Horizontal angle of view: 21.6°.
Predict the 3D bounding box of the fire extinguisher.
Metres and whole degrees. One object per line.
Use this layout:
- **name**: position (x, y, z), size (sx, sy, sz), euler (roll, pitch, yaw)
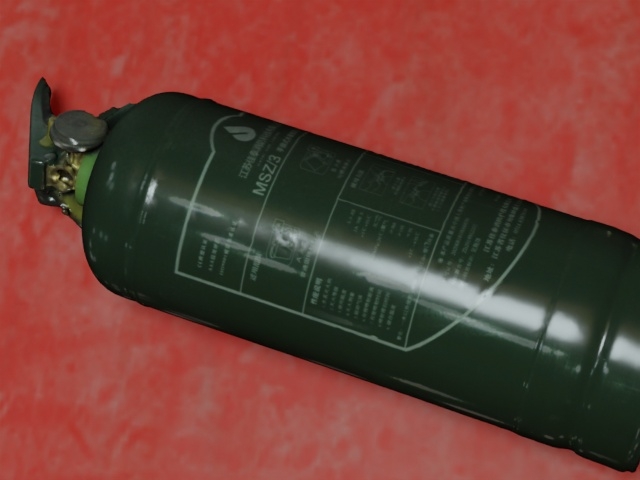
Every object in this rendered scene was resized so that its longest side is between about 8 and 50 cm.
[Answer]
- **fire extinguisher**: position (0.000, 0.000, 0.720), size (0.311, 0.095, 0.114), euler (17, 41, 11)
